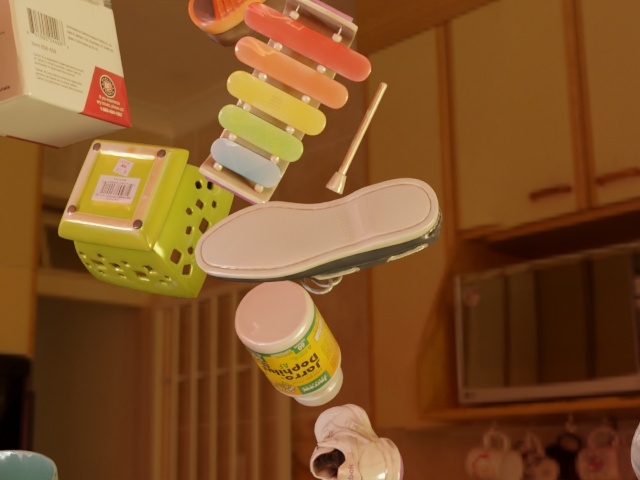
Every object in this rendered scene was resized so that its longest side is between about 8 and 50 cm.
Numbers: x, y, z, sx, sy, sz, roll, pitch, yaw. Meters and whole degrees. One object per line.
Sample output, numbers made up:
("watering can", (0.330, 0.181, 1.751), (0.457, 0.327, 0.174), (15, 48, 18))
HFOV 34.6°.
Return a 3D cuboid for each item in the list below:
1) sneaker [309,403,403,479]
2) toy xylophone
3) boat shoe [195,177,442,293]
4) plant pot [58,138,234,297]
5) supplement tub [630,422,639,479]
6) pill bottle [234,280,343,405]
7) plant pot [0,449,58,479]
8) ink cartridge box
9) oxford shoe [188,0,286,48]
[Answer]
("sneaker", (0.035, 0.383, 1.927), (0.152, 0.114, 0.305), (1, 7, -21))
("toy xylophone", (-0.035, -0.203, 1.551), (0.236, 0.323, 0.081), (20, 10, -1))
("boat shoe", (0.000, 0.000, 1.065), (0.254, 0.095, 0.079), (-17, -30, 2))
("plant pot", (-0.316, -0.050, 1.817), (0.228, 0.227, 0.207), (9, -22, 23))
("supplement tub", (0.601, 0.362, 1.440), (0.207, 0.207, 0.338), (2, 21, -13))
("pill bottle", (-0.038, 0.159, 1.512), (0.117, 0.118, 0.208), (-5, -37, 17))
("plant pot", (-0.469, 0.448, 1.359), (0.292, 0.235, 0.293), (-10, 12, 2))
("ink cartridge box", (-0.328, -0.259, 1.151), (0.114, 0.273, 0.197), (-13, -8, 21))
("oxford shoe", (-0.052, -0.464, 1.804), (0.363, 0.130, 0.133), (-28, -27, 10))
